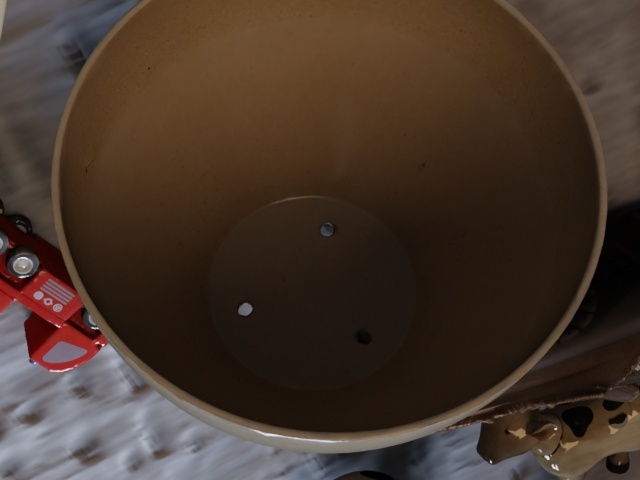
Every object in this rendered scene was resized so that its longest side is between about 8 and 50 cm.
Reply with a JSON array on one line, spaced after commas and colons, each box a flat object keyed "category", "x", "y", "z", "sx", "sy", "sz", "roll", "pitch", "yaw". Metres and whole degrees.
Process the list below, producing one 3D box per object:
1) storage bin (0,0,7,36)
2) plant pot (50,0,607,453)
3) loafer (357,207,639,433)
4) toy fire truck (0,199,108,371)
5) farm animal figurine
[{"category": "storage bin", "x": -0.263, "y": -0.168, "z": 0.543, "sx": 0.261, "sy": 0.123, "sz": 0.262, "roll": 5, "pitch": 134, "yaw": -21}, {"category": "plant pot", "x": 0.000, "y": 0.000, "z": 0.712, "sx": 0.284, "sy": 0.284, "sz": 0.191, "roll": -14, "pitch": 158, "yaw": -10}, {"category": "loafer", "x": 0.177, "y": 0.076, "z": 0.872, "sx": 0.366, "sy": 0.134, "sz": 0.130, "roll": -14, "pitch": 124, "yaw": -10}, {"category": "toy fire truck", "x": -0.231, "y": 0.038, "z": 0.763, "sx": 0.135, "sy": 0.047, "sz": 0.192, "roll": -42, "pitch": 125, "yaw": 10}, {"category": "farm animal figurine", "x": 0.130, "y": 0.221, "z": 0.903, "sx": 0.327, "sy": 0.330, "sz": 0.172, "roll": -3, "pitch": 129, "yaw": 16}]
